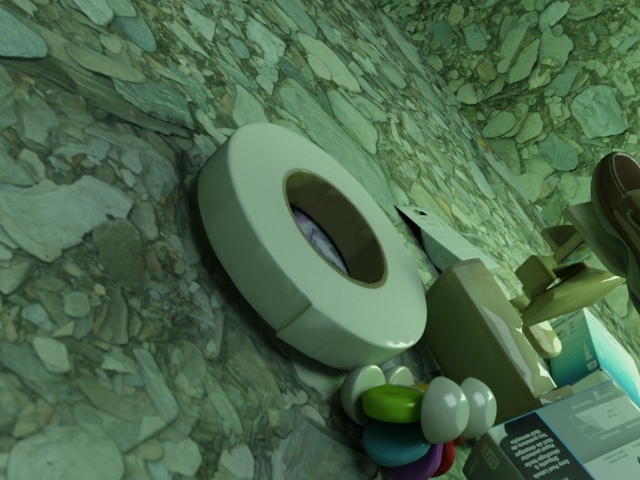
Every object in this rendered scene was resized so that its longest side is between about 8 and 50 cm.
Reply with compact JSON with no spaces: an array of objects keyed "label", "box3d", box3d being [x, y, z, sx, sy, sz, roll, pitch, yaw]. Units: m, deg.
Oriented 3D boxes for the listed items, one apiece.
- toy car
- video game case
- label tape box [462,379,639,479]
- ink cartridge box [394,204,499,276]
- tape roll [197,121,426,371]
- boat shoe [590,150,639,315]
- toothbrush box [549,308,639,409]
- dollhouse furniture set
[{"label":"toy car","box3d":[0.117,0.229,0.774,0.182,0.159,0.136,17,79,-51]},{"label":"video game case","box3d":[0.024,0.015,1.017,0.196,0.026,0.274,40,28,-20]},{"label":"label tape box","box3d":[0.385,0.364,0.776,0.249,0.115,0.347,-10,41,-27]},{"label":"ink cartridge box","box3d":[0.279,0.010,1.422,0.232,0.066,0.189,38,20,26]},{"label":"tape roll","box3d":[0.000,0.000,0.890,0.392,0.072,0.392,38,28,-25]},{"label":"boat shoe","box3d":[0.510,-0.019,0.936,0.123,0.116,0.324,6,52,-16]},{"label":"toothbrush box","box3d":[0.666,0.323,1.506,0.216,0.126,0.295,45,27,-8]},{"label":"dollhouse furniture set","box3d":[0.399,0.148,1.081,0.395,0.362,0.256,-11,59,-30]}]
